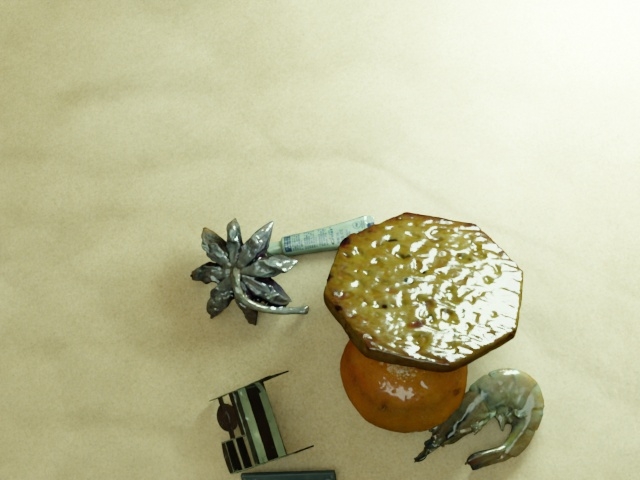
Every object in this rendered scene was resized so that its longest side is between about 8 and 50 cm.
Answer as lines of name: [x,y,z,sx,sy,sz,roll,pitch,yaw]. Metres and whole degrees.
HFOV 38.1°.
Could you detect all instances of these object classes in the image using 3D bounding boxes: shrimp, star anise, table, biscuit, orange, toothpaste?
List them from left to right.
star anise: [-0.139,0.068,1.745,0.262,0.081,0.230,38,100,10]
table: [-0.113,0.338,1.713,0.175,0.062,0.146,-27,76,39]
toothpaste: [0.000,0.000,1.757,0.216,0.037,0.062,-11,83,7]
orange: [0.146,0.231,1.631,0.224,0.170,0.224,-2,59,3]
biscuit: [0.180,0.083,1.615,0.359,0.046,0.359,1,46,-1]
shrimp: [0.291,0.338,1.649,0.145,0.059,0.254,44,87,3]

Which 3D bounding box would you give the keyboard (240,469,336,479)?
keyboard: [-0.056,0.446,1.705,0.176,0.014,0.055,-4,119,10]
